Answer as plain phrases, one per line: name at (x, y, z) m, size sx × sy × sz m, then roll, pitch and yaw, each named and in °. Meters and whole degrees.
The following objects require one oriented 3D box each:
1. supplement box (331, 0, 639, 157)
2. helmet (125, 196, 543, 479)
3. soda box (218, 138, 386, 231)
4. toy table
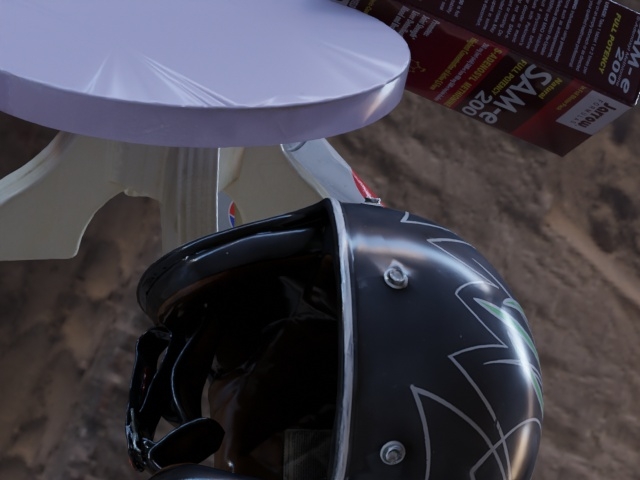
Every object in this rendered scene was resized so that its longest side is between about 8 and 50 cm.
supplement box at (0.104, -0.152, 0.826) m, size 0.239 × 0.073 × 0.130 m, roll 22°, pitch -16°, yaw -6°
helmet at (0.009, 0.066, 0.457) m, size 0.161 × 0.169 × 0.169 m, roll -17°, pitch -32°, yaw 17°
soda box at (0.000, 0.000, 0.979) m, size 0.286 × 0.098 × 0.091 m, roll 48°, pitch -50°, yaw 1°
toy table at (-0.089, -0.059, 0.725) m, size 0.274 × 0.252 × 0.161 m, roll 5°, pitch -55°, yaw -12°
